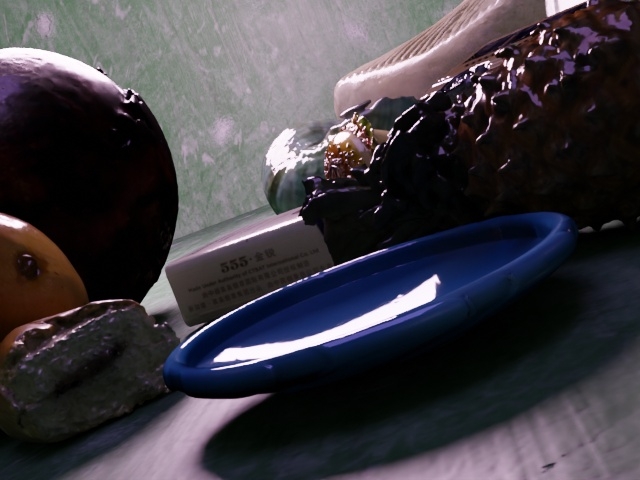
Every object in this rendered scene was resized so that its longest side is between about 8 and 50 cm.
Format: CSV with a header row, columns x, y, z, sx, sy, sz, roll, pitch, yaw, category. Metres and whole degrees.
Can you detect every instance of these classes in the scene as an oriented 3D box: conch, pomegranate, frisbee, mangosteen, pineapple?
x,y,z,sx,sy,sz,roll,pitch,yaw,category
0.028,-0.097,1.273,0.220,0.195,0.277,-36,-18,-16,conch
-0.284,0.064,0.759,0.191,0.191,0.191,-21,6,2,pomegranate
0.030,0.042,0.533,0.242,0.045,0.242,-21,5,2,frisbee
-0.369,-0.043,1.143,0.421,0.380,0.381,9,26,44,mangosteen
0.120,-0.045,0.679,0.170,0.141,0.310,16,-30,-40,pineapple

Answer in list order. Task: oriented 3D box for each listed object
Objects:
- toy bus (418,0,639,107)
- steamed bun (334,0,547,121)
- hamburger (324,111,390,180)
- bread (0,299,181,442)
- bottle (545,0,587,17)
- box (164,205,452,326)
x,y,z,sx,sy,sz,roll,pitch,yaw,category
0.234,-0.132,0.809,0.157,0.139,0.290,-46,17,-29,toy bus
0.224,-0.211,1.335,0.384,0.236,0.247,-25,12,39,steamed bun
0.050,-0.067,1.033,0.082,0.141,0.126,-8,37,-25,hamburger
-0.171,0.086,0.664,0.125,0.082,0.106,-29,15,-35,bread
0.422,-0.255,0.954,0.352,0.229,0.229,1,0,-15,bottle
0.000,0.000,0.915,0.259,0.071,0.168,-20,5,22,box
